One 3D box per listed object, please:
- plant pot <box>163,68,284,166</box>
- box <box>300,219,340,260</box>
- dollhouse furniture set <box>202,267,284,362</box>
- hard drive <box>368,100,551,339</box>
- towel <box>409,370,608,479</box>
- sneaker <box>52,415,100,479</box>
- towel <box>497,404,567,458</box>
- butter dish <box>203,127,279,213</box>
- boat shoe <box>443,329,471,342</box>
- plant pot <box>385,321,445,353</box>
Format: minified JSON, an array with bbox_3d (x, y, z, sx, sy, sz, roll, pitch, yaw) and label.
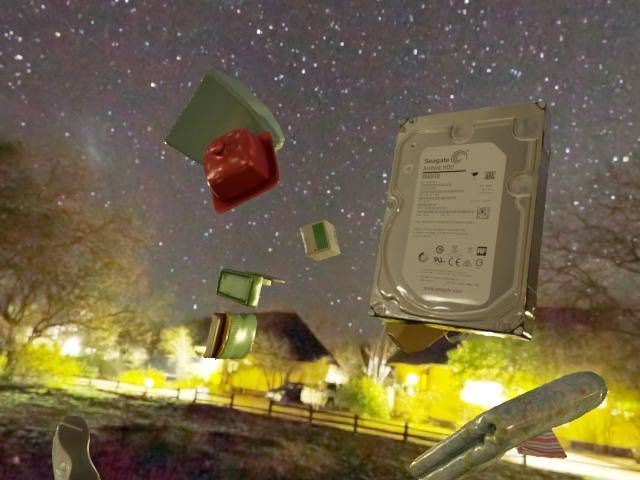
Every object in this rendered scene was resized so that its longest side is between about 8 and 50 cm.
[{"bbox_3d":[-0.254,-0.316,1.495,0.252,0.248,0.247,38,15,1],"label":"plant pot"},{"bbox_3d":[0.000,0.000,1.606,0.087,0.101,0.102,-18,-17,17],"label":"box"},{"bbox_3d":[-0.232,0.253,1.606,0.151,0.302,0.197,10,-4,36],"label":"dollhouse furniture set"},{"bbox_3d":[0.210,-0.035,0.765,0.236,0.339,0.064,3,-15,36],"label":"hard drive"},{"bbox_3d":[0.397,0.422,1.095,0.320,0.090,0.374,-11,-34,-31],"label":"towel"},{"bbox_3d":[-0.356,0.337,0.727,0.053,0.152,0.061,7,-39,-42],"label":"sneaker"},{"bbox_3d":[0.631,0.566,1.508,0.144,0.029,0.197,7,25,-4],"label":"towel"},{"bbox_3d":[-0.180,-0.163,1.021,0.160,0.160,0.118,-24,-35,16],"label":"butter dish"},{"bbox_3d":[0.374,0.241,1.430,0.076,0.080,0.228,34,-3,9],"label":"boat shoe"},{"bbox_3d":[0.181,0.178,1.012,0.081,0.083,0.081,52,-13,-18],"label":"plant pot"}]
